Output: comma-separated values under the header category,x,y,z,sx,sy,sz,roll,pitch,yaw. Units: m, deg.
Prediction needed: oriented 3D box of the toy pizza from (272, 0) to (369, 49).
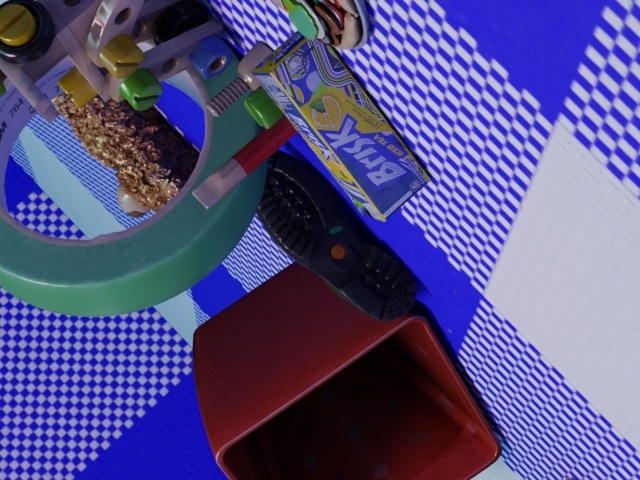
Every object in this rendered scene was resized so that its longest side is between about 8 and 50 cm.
category,x,y,z,sx,sy,sz,roll,pitch,yaw
toy pizza,-0.038,-0.223,1.498,0.201,0.032,0.201,45,168,12

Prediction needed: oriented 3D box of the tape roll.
category,x,y,z,sx,sy,sz,roll,pitch,yaw
tape roll,-0.214,-0.085,1.870,0.321,0.321,0.077,42,166,25

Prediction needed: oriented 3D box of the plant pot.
category,x,y,z,sx,sy,sz,roll,pitch,yaw
plant pot,0.004,0.173,2.157,0.267,0.267,0.236,58,177,-41

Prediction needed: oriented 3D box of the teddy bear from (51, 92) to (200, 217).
category,x,y,z,sx,sy,sz,roll,pitch,yaw
teddy bear,-0.278,-0.151,2.413,0.338,0.113,0.245,50,170,-9

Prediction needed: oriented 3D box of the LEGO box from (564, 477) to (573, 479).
category,x,y,z,sx,sy,sz,roll,pitch,yaw
LEGO box,0.265,0.558,2.128,0.193,0.372,0.500,39,165,38

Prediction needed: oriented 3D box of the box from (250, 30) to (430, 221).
category,x,y,z,sx,sy,sz,roll,pitch,yaw
box,0.018,-0.098,1.636,0.169,0.059,0.054,52,169,-19

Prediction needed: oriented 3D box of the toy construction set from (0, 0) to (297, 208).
category,x,y,z,sx,sy,sz,roll,pitch,yaw
toy construction set,-0.186,-0.157,1.741,0.309,0.237,0.257,48,168,-5

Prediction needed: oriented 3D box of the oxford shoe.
category,x,y,z,sx,sy,sz,roll,pitch,yaw
oxford shoe,0.000,0.000,1.978,0.227,0.083,0.096,49,173,0
